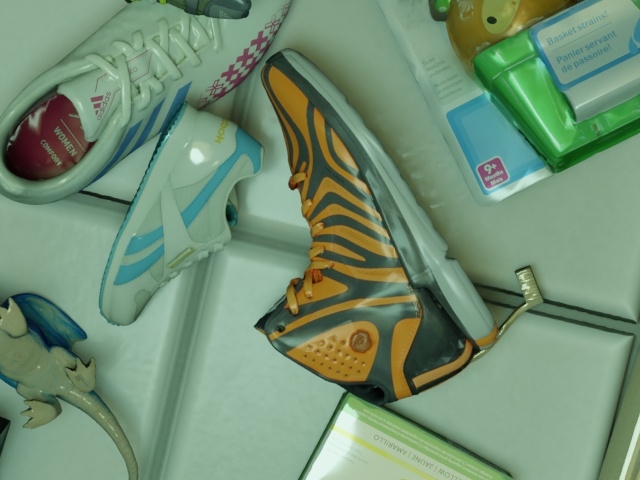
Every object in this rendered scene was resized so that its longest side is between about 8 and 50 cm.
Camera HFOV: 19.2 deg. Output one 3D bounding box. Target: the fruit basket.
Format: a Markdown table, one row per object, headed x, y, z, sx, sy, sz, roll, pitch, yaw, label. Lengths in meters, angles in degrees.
| x | y | z | sx | sy | sz | roll | pitch | yaw | label |
| --- | --- | --- | --- | --- | --- | --- | --- | --- | --- |
| 0.205 | -0.252 | 1.614 | 0.327 | 0.165 | 0.353 | -25 | 89 | 3 | fruit basket |

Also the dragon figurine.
| x | y | z | sx | sy | sz | roll | pitch | yaw | label |
| --- | --- | --- | --- | --- | --- | --- | --- | --- | --- |
| -0.260 | 0.099 | 1.686 | 0.289 | 0.144 | 0.085 | 39 | 92 | -20 | dragon figurine |

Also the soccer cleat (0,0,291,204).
| x | y | z | sx | sy | sz | roll | pitch | yaw | label |
| --- | --- | --- | --- | --- | --- | --- | --- | --- | --- |
| -0.153 | -0.144 | 1.640 | 0.331 | 0.143 | 0.116 | -41 | 91 | 3 | soccer cleat |

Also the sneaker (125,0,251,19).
| x | y | z | sx | sy | sz | roll | pitch | yaw | label |
| --- | --- | --- | --- | --- | --- | --- | --- | --- | --- |
| -0.054 | -0.309 | 1.618 | 0.121 | 0.111 | 0.300 | 26 | 75 | 6 | sneaker |

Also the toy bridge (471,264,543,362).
| x | y | z | sx | sy | sz | roll | pitch | yaw | label |
| --- | --- | --- | --- | --- | --- | --- | --- | --- | --- |
| 0.112 | 0.085 | 1.701 | 0.188 | 0.026 | 0.063 | -22 | 92 | 4 | toy bridge |

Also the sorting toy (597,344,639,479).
| x | y | z | sx | sy | sz | roll | pitch | yaw | label |
| --- | --- | --- | --- | --- | --- | --- | --- | --- | --- |
| 0.363 | 0.201 | 1.692 | 0.208 | 0.038 | 0.193 | 17 | 94 | 1 | sorting toy |

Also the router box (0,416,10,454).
| x | y | z | sx | sy | sz | roll | pitch | yaw | label |
| --- | --- | --- | --- | --- | --- | --- | --- | --- | --- |
| -0.433 | 0.261 | 1.665 | 0.243 | 0.081 | 0.309 | 20 | 110 | 1 | router box |

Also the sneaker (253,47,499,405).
| x | y | z | sx | sy | sz | roll | pitch | yaw | label |
| --- | --- | --- | --- | --- | --- | --- | --- | --- | --- |
| 0.000 | 0.000 | 1.640 | 0.180 | 0.124 | 0.321 | -33 | 82 | 2 | sneaker |

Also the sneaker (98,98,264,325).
| x | y | z | sx | sy | sz | roll | pitch | yaw | label |
| --- | --- | --- | --- | --- | --- | --- | --- | --- | --- |
| -0.126 | -0.008 | 1.648 | 0.092 | 0.087 | 0.228 | 24 | 122 | -8 | sneaker |

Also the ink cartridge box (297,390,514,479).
| x | y | z | sx | sy | sz | roll | pitch | yaw | label |
| --- | --- | --- | --- | --- | --- | --- | --- | --- | --- |
| 0.045 | 0.274 | 1.701 | 0.171 | 0.056 | 0.235 | 28 | 92 | 0 | ink cartridge box |
